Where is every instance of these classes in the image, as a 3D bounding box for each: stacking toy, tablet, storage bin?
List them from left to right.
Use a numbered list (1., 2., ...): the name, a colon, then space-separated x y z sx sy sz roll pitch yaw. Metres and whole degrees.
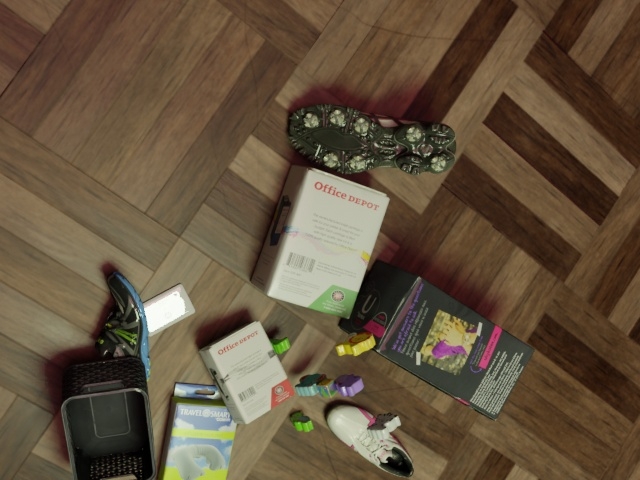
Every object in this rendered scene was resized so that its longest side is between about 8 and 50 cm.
1. storage bin: -0.315 0.276 1.300 0.122 0.084 0.180 -7 118 -12
2. tablet: -0.245 0.110 1.374 0.083 0.006 0.054 -28 108 -15
3. stacking toy: 0.014 0.230 1.400 0.052 0.221 0.167 -36 113 -46

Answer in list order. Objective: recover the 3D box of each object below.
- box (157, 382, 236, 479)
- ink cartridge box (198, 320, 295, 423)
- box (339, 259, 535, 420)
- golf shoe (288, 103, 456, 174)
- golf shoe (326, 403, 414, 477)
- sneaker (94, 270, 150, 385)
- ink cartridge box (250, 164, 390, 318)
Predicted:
1. box: -0.197 0.326 1.408 0.109 0.042 0.178 9 96 -23
2. ink cartridge box: -0.118 0.210 1.388 0.099 0.056 0.135 -27 94 -29
3. box: 0.195 0.167 1.469 0.270 0.165 0.143 32 86 -22
4. golf shoe: 0.083 -0.160 1.415 0.273 0.120 0.105 10 102 0
5. golf shoe: 0.091 0.345 1.501 0.186 0.086 0.067 37 86 -21
6. sneaker: -0.304 0.140 1.320 0.078 0.067 0.188 -9 108 -23
7. ink cartridge box: 0.000 0.000 1.406 0.154 0.093 0.212 18 93 -24
